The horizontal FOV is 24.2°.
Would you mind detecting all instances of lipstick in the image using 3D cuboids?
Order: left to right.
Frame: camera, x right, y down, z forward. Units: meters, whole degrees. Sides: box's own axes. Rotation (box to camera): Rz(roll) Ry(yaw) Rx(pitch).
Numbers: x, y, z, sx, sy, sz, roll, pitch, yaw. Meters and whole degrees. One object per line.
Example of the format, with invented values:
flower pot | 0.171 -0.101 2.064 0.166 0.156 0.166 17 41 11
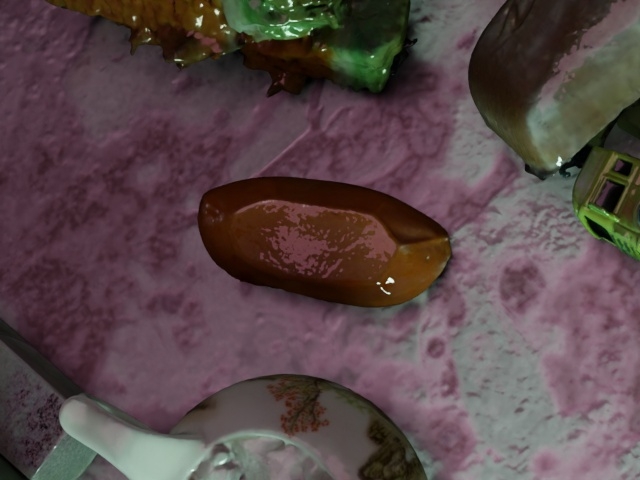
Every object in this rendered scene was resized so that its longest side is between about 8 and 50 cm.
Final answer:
lipstick | -0.292 0.064 1.133 0.317 0.068 0.066 37 88 22

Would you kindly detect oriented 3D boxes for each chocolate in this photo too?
chocolate | 0.196 -0.171 0.979 0.261 0.083 0.161 -42 28 4

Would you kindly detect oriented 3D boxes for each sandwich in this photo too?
sandwich | -0.084 -0.233 1.090 0.301 0.162 0.250 -5 71 15

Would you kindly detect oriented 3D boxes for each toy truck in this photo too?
toy truck | 0.226 -0.072 0.990 0.100 0.077 0.169 26 86 29

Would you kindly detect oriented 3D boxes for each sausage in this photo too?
sausage | 0.000 0.000 1.044 0.179 0.089 0.089 7 79 10

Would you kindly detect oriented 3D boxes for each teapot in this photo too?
teapot | -0.038 0.184 0.980 0.298 0.139 0.204 22 87 22

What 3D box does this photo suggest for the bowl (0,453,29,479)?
bowl | -0.353 0.245 0.964 0.354 0.185 0.354 -7 58 11
